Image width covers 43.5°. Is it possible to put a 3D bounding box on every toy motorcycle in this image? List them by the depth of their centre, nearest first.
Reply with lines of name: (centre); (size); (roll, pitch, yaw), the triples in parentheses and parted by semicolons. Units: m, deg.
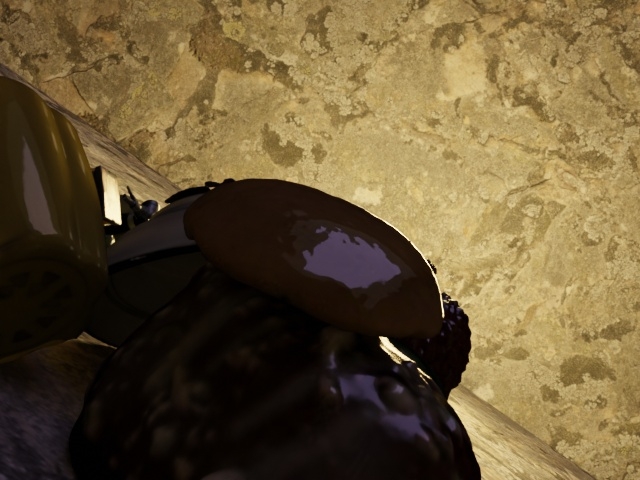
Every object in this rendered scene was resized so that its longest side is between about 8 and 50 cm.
toy motorcycle: (-0.293, -0.027, 1.010); (0.157, 0.090, 0.263); (-6, -8, 5)

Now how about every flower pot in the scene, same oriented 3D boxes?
flower pot: (-0.265, -0.006, 0.642); (0.195, 0.195, 0.179); (31, 18, -50)

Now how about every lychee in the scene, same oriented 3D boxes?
lychee: (0.067, 0.137, 1.033); (0.236, 0.271, 0.236); (36, 12, -9)

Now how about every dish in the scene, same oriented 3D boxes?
dish: (-0.091, 0.029, 0.809); (0.316, 0.316, 0.106); (31, 45, -49)

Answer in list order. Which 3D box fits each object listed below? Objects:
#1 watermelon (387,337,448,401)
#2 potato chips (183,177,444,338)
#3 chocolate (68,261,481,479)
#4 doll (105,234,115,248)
watermelon: (0.044, 0.186, 0.802); (0.215, 0.188, 0.188); (28, -2, 34)
potato chips: (0.001, 0.000, 0.590); (0.195, 0.061, 0.208); (9, 22, -40)
chocolate: (-0.022, 0.139, 0.595); (0.225, 0.210, 0.340); (34, 2, -46)
doll: (-0.241, 0.062, 0.984); (0.150, 0.078, 0.115); (54, 21, -65)
